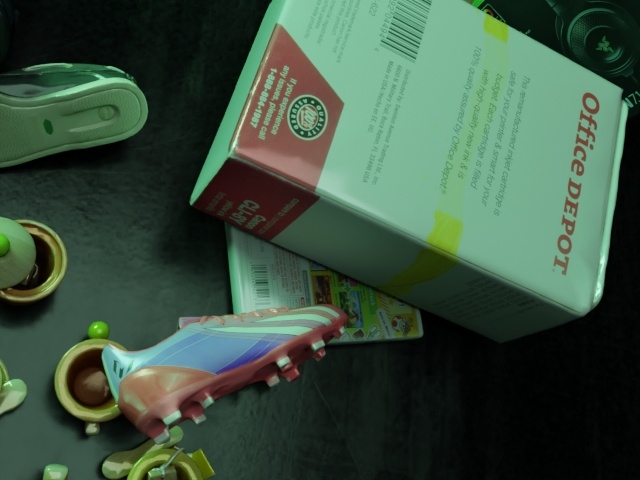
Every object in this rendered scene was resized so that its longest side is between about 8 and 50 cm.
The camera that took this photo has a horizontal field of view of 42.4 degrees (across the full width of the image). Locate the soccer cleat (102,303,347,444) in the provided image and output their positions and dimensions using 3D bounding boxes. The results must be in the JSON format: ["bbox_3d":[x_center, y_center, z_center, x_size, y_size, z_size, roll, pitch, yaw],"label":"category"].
[{"bbox_3d":[-0.076,0.094,0.748,0.248,0.083,0.095,-22,67,-40],"label":"soccer cleat"}]

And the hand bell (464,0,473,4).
[{"bbox_3d":[0.169,-0.311,0.936,0.126,0.242,0.126,7,71,-21],"label":"hand bell"}]

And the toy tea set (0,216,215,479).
[{"bbox_3d":[-0.228,0.138,0.685,0.200,0.124,0.336,-30,87,-28],"label":"toy tea set"}]

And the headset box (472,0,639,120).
[{"bbox_3d":[0.342,-0.302,1.004,0.283,0.246,0.131,47,61,-4],"label":"headset box"}]

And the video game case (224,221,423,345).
[{"bbox_3d":[0.000,0.000,0.885,0.206,0.026,0.227,-1,73,-23],"label":"video game case"}]

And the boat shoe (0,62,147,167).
[{"bbox_3d":[-0.288,-0.125,0.787,0.233,0.084,0.079,-10,41,-19],"label":"boat shoe"}]

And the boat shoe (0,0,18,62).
[{"bbox_3d":[-0.437,-0.207,0.730,0.340,0.127,0.158,7,35,-6],"label":"boat shoe"}]

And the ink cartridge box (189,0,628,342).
[{"bbox_3d":[0.101,-0.095,0.854,0.384,0.160,0.279,24,65,-14],"label":"ink cartridge box"}]
